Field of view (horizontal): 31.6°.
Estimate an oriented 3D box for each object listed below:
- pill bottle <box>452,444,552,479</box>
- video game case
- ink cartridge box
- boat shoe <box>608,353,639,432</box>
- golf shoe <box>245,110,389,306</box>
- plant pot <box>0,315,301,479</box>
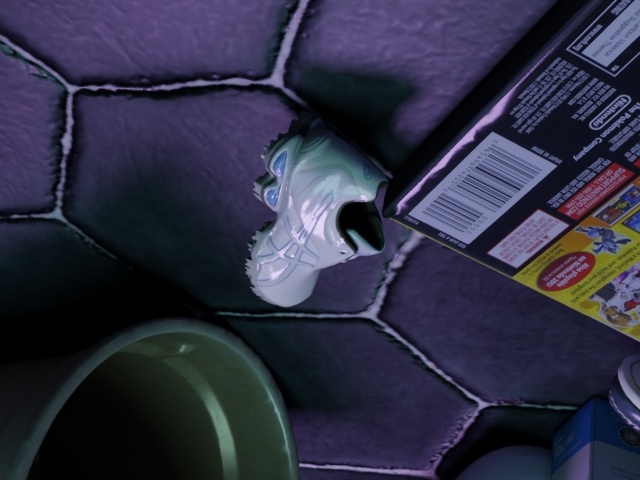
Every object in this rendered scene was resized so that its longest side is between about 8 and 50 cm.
[{"bbox_3d":[0.140,0.340,1.065,0.188,0.188,0.334,20,142,-8],"label":"pill bottle"},{"bbox_3d":[0.211,-0.043,0.685,0.248,0.035,0.275,26,140,-15],"label":"video game case"},{"bbox_3d":[0.258,0.241,0.901,0.139,0.191,0.082,20,142,-8],"label":"ink cartridge box"},{"bbox_3d":[0.315,0.160,0.867,0.254,0.095,0.079,20,132,-23],"label":"boat shoe"},{"bbox_3d":[0.000,0.000,0.757,0.086,0.069,0.176,30,147,16],"label":"golf shoe"},{"bbox_3d":[-0.237,0.227,0.971,0.305,0.334,0.334,-1,142,36],"label":"plant pot"}]
